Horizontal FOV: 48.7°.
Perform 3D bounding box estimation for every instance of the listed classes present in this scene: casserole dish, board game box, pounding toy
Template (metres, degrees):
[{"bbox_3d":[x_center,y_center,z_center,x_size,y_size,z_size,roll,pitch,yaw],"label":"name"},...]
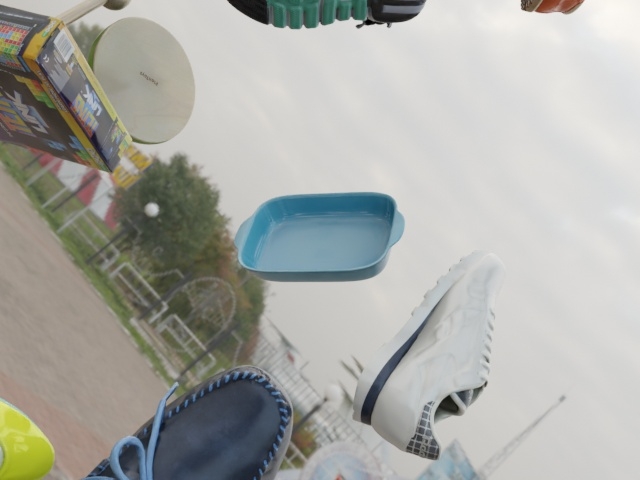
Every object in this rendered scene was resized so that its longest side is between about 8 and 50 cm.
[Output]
[{"bbox_3d":[0.000,0.000,0.753,0.189,0.114,0.037,-1,-43,20],"label":"casserole dish"},{"bbox_3d":[-0.269,-0.139,0.646,0.141,0.048,0.170,15,-24,14],"label":"board game box"},{"bbox_3d":[-0.303,-0.250,1.045,0.110,0.183,0.236,-1,-48,39],"label":"pounding toy"}]

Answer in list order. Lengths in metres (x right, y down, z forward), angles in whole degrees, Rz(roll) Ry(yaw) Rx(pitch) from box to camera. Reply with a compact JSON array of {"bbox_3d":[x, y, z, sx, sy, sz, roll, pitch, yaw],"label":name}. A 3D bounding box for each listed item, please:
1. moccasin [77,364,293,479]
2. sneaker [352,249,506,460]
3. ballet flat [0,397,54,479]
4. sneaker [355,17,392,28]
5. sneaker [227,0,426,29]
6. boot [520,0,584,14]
[{"bbox_3d":[-0.146,0.237,0.535,0.138,0.342,0.117,39,-12,12],"label":"moccasin"},{"bbox_3d":[0.129,0.106,0.687,0.095,0.235,0.090,25,-33,28],"label":"sneaker"},{"bbox_3d":[-0.273,0.115,0.454,0.231,0.077,0.077,49,3,-28],"label":"ballet flat"},{"bbox_3d":[0.060,-0.294,0.873,0.038,0.069,0.098,15,23,-49],"label":"sneaker"},{"bbox_3d":[0.001,-0.284,0.773,0.098,0.224,0.083,-99,-165,-50],"label":"sneaker"},{"bbox_3d":[0.367,-0.385,1.035,0.085,0.059,0.158,11,-16,-9],"label":"boot"}]
